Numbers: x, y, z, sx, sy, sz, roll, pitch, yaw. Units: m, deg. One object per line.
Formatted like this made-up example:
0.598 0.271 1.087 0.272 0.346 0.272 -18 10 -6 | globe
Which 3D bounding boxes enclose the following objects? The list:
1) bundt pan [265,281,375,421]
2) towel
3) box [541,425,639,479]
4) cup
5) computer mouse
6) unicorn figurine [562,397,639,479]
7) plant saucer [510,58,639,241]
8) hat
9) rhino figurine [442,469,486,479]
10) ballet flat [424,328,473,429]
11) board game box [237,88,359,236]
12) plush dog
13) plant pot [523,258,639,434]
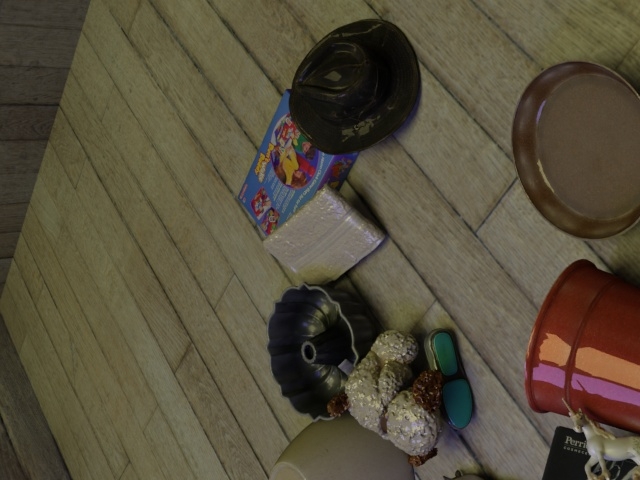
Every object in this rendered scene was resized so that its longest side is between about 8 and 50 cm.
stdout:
0.017 0.257 1.968 0.331 0.124 0.330 7 99 49 | bundt pan
0.000 0.000 1.935 0.187 0.049 0.282 41 133 -9 | towel
0.484 0.489 1.228 0.344 0.312 0.179 11 146 25 | box
0.022 0.568 1.928 0.331 0.237 0.330 9 103 47 | cup
0.529 -0.179 1.371 0.262 0.060 0.184 -34 74 58 | computer mouse
0.435 0.313 1.238 0.060 0.162 0.111 93 -172 -53 | unicorn figurine
0.452 -0.153 1.402 0.311 0.050 0.310 32 129 49 | plant saucer
0.039 -0.342 1.790 0.332 0.134 0.331 -3 84 33 | hat
0.330 0.535 1.694 0.243 0.073 0.106 8 106 49 | rhino figurine
0.269 0.290 1.744 0.068 0.072 0.213 141 117 -75 | ballet flat
-0.062 -0.163 2.032 0.233 0.078 0.347 52 131 30 | board game box
0.161 0.352 1.732 0.225 0.211 0.262 25 126 42 | plush dog
0.509 0.193 1.314 0.265 0.272 0.272 17 109 38 | plant pot
